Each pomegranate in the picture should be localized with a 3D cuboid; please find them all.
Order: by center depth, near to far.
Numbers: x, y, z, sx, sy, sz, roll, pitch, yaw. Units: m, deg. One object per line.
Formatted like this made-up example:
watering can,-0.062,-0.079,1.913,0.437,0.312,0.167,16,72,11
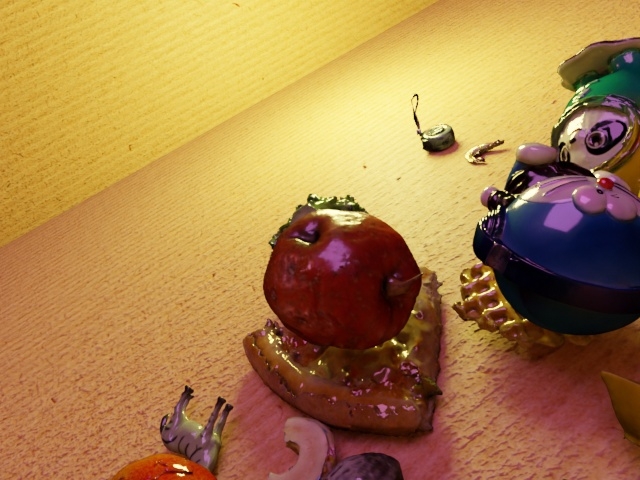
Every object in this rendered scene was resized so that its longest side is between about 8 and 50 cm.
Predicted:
pomegranate,-0.239,0.416,0.751,0.235,0.210,0.210,2,40,36

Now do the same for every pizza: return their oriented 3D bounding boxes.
pizza,0.069,0.215,0.964,0.434,0.080,0.392,-26,31,1

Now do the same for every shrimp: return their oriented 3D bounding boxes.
shrimp,0.459,-0.244,1.440,0.114,0.023,0.083,-18,34,21

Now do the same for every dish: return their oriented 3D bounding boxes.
dish,0.445,0.237,0.641,0.207,0.148,0.080,22,91,42

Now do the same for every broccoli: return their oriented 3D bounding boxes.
broccoli,0.000,0.000,1.204,0.261,0.241,0.269,34,83,32

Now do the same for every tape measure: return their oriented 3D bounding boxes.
tape measure,0.337,-0.362,1.568,0.107,0.180,0.104,-14,16,19

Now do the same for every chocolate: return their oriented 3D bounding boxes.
chocolate,0.017,0.389,0.712,0.248,0.110,0.110,-40,34,-15

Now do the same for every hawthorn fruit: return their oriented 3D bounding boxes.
hawthorn fruit,0.037,0.073,0.906,0.261,0.258,0.258,35,61,24

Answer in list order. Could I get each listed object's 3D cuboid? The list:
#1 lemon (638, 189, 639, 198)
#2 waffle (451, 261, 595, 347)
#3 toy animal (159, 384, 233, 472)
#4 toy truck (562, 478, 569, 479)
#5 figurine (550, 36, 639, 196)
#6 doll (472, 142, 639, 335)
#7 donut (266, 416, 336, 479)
lemon,0.636,-0.042,0.794,0.260,0.261,0.284,-23,23,2
waffle,0.381,0.078,0.914,0.291,0.051,0.291,-18,34,12
toy animal,-0.236,0.369,0.953,0.216,0.073,0.176,1,54,42
toy truck,0.262,0.395,0.550,0.121,0.088,0.259,0,38,34
figurine,0.597,-0.216,1.062,0.323,0.231,0.340,151,130,-63
doll,0.374,0.000,0.784,0.284,0.240,0.310,9,27,3
donut,-0.023,0.360,0.820,0.108,0.065,0.166,-6,35,27
